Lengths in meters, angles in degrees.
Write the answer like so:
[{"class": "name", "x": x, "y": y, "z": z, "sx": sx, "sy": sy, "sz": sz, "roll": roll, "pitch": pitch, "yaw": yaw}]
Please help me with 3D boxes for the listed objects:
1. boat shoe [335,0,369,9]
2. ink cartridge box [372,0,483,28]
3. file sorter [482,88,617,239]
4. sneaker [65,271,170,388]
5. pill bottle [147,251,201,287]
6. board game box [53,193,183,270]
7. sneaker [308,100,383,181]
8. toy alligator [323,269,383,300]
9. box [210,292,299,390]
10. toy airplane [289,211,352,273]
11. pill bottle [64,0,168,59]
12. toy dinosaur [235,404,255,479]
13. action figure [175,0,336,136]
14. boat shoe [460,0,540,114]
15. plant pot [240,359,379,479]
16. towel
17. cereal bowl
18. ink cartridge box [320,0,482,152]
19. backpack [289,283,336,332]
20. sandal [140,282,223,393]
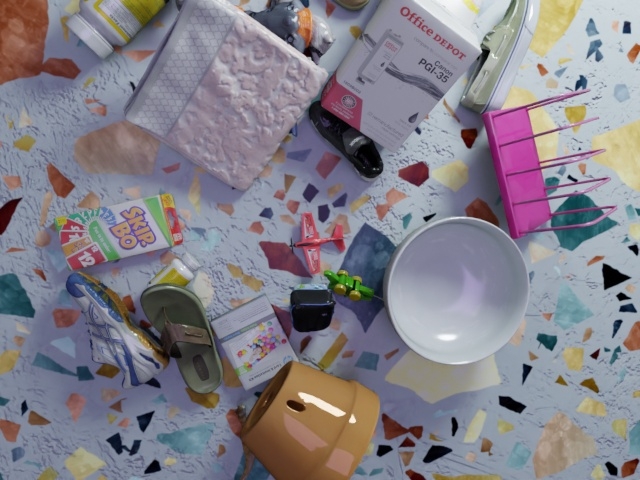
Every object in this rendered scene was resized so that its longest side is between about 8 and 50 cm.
[{"class": "boat shoe", "x": 0.020, "y": -0.653, "z": 1.131, "sx": 0.105, "sy": 0.089, "sz": 0.285, "roll": -37, "pitch": 98, "yaw": -3}, {"class": "ink cartridge box", "x": 0.244, "y": -0.532, "z": 1.142, "sx": 0.207, "sy": 0.119, "sz": 0.353, "roll": 23, "pitch": 89, "yaw": -10}, {"class": "file sorter", "x": 0.523, "y": -0.175, "z": 1.137, "sx": 0.202, "sy": 0.182, "sz": 0.290, "roll": -21, "pitch": 98, "yaw": -42}, {"class": "sneaker", "x": -0.479, "y": 0.207, "z": 1.130, "sx": 0.131, "sy": 0.112, "sz": 0.296, "roll": -40, "pitch": 97, "yaw": -2}, {"class": "pill bottle", "x": -0.332, "y": 0.083, "z": 1.160, "sx": 0.116, "sy": 0.065, "sz": 0.065, "roll": -43, "pitch": 98, "yaw": -1}, {"class": "board game box", "x": -0.455, "y": -0.021, "z": 1.156, "sx": 0.260, "sy": 0.039, "sz": 0.124, "roll": -14, "pitch": 96, "yaw": -8}, {"class": "sneaker", "x": 0.067, "y": -0.233, "z": 1.160, "sx": 0.078, "sy": 0.106, "sz": 0.234, "roll": -43, "pitch": 98, "yaw": -3}, {"class": "toy alligator", "x": 0.084, "y": 0.124, "z": 1.222, "sx": 0.190, "sy": 0.056, "sz": 0.051, "roll": 24, "pitch": 136, "yaw": -14}, {"class": "box", "x": -0.155, "y": 0.241, "z": 1.206, "sx": 0.145, "sy": 0.038, "sz": 0.186, "roll": -25, "pitch": 98, "yaw": -4}, {"class": "toy airplane", "x": 0.000, "y": 0.000, "z": 1.210, "sx": 0.151, "sy": 0.028, "sz": 0.151, "roll": -1, "pitch": 96, "yaw": -7}, {"class": "pill bottle", "x": -0.430, "y": -0.495, "z": 1.078, "sx": 0.119, "sy": 0.119, "sz": 0.208, "roll": 44, "pitch": 89, "yaw": -8}, {"class": "toy dinosaur", "x": -0.165, "y": 0.498, "z": 1.222, "sx": 0.113, "sy": 0.064, "sz": 0.211, "roll": -4, "pitch": 85, "yaw": 11}, {"class": "action figure", "x": -0.128, "y": -0.398, "z": 1.096, "sx": 0.331, "sy": 0.178, "sz": 0.340, "roll": -8, "pitch": 92, "yaw": 4}, {"class": "boat shoe", "x": 0.421, "y": -0.445, "z": 1.187, "sx": 0.094, "sy": 0.109, "sz": 0.301, "roll": 18, "pitch": 95, "yaw": -6}, {"class": "plant pot", "x": -0.038, "y": 0.403, "z": 1.109, "sx": 0.204, "sy": 0.291, "sz": 0.290, "roll": 36, "pitch": 90, "yaw": -5}, {"class": "towel", "x": -0.201, "y": -0.300, "z": 1.061, "sx": 0.317, "sy": 0.053, "sz": 0.331, "roll": 30, "pitch": 117, "yaw": -22}, {"class": "cereal bowl", "x": 0.303, "y": 0.110, "z": 1.196, "sx": 0.340, "sy": 0.141, "sz": 0.338, "roll": 0, "pitch": 94, "yaw": -7}, {"class": "ink cartridge box", "x": 0.163, "y": -0.362, "z": 1.073, "sx": 0.207, "sy": 0.117, "sz": 0.283, "roll": 30, "pitch": 126, "yaw": -15}, {"class": "backpack", "x": -0.020, "y": 0.157, "z": 1.186, "sx": 0.105, "sy": 0.084, "sz": 0.114, "roll": -2, "pitch": 135, "yaw": -5}, {"class": "sandal", "x": -0.298, "y": 0.226, "z": 1.138, "sx": 0.120, "sy": 0.086, "sz": 0.302, "roll": -24, "pitch": 110, "yaw": -3}]
